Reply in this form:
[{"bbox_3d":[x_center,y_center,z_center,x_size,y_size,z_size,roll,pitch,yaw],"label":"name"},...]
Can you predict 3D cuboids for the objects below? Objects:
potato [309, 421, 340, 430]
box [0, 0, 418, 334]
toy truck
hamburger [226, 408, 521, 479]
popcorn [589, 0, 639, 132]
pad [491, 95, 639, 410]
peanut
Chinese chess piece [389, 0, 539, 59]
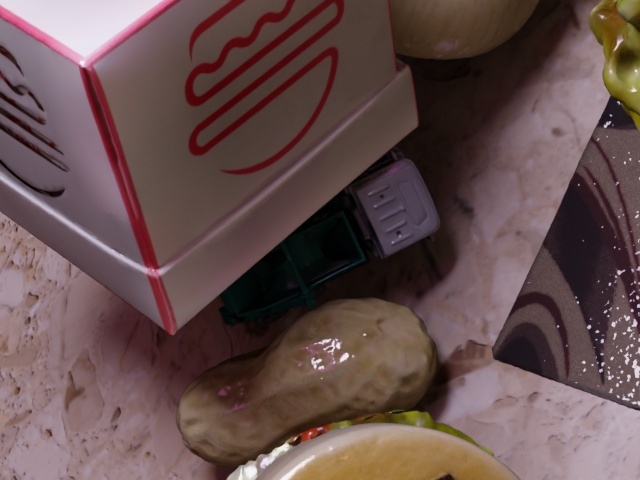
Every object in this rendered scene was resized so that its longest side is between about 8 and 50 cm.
[{"bbox_3d":[-0.006,0.246,1.353,0.164,0.081,0.200,38,83,-3],"label":"potato"},{"bbox_3d":[-0.142,-0.173,1.326,0.314,0.300,0.312,32,60,33],"label":"box"},{"bbox_3d":[0.000,0.000,1.424,0.216,0.110,0.116,-26,14,-6],"label":"toy truck"},{"bbox_3d":[0.053,0.276,1.212,0.302,0.170,0.302,2,71,-5],"label":"hamburger"},{"bbox_3d":[0.337,-0.166,1.231,0.247,0.282,0.282,44,95,5],"label":"popcorn"},{"bbox_3d":[0.295,-0.017,1.350,0.220,0.004,0.330,17,77,39],"label":"pad"},{"bbox_3d":[-0.020,0.127,1.415,0.257,0.123,0.123,-23,55,20],"label":"peanut"},{"bbox_3d":[0.086,-0.276,1.479,0.257,0.257,0.104,60,144,39],"label":"Chinese chess piece"}]
